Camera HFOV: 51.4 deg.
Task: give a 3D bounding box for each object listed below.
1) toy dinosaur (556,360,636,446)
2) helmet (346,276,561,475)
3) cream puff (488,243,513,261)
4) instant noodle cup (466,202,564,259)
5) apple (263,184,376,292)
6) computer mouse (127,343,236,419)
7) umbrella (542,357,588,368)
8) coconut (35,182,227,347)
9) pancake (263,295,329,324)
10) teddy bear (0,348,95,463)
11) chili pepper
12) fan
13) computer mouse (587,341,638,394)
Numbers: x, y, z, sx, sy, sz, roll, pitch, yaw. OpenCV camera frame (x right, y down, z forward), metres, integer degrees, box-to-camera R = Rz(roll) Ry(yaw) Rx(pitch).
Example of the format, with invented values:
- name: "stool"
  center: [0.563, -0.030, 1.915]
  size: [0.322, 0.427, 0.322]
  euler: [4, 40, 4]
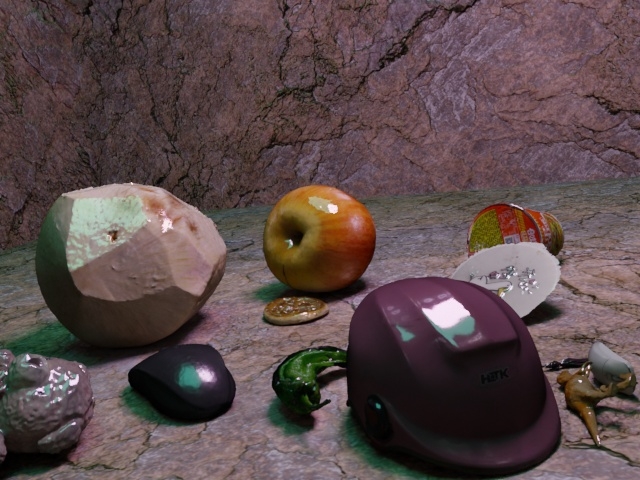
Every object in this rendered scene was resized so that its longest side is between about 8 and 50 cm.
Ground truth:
- name: "toy dinosaur"
  center: [0.352, 0.221, 0.907]
  size: [0.162, 0.039, 0.126]
  euler: [-44, 9, -36]
- name: "helmet"
  center: [0.169, 0.156, 0.922]
  size: [0.271, 0.197, 0.338]
  euler: [-8, 10, -18]
- name: "cream puff"
  center: [0.410, 0.062, 1.451]
  size: [0.122, 0.116, 0.094]
  euler: [16, 34, 28]
- name: "instant noodle cup"
  center: [0.484, -0.001, 1.607]
  size: [0.193, 0.193, 0.212]
  euler: [2, 6, 41]
- name: "apple"
  center: [0.000, 0.000, 1.649]
  size: [0.286, 0.286, 0.233]
  euler: [1, -2, 36]
- name: "computer mouse"
  center: [-0.238, 0.221, 1.132]
  size: [0.137, 0.086, 0.269]
  euler: [-13, 11, -31]
- name: "umbrella"
  center: [0.391, 0.193, 1.050]
  size: [0.122, 0.013, 0.022]
  euler: [-8, 23, -9]
- name: "coconut"
  center: [-0.413, 0.047, 1.462]
  size: [0.415, 0.345, 0.415]
  euler: [-5, 8, 1]
- name: "pancake"
  center: [-0.055, 0.155, 1.500]
  size: [0.158, 0.028, 0.158]
  euler: [-5, 12, 1]
- name: "teddy bear"
  center: [-0.475, 0.249, 0.980]
  size: [0.267, 0.151, 0.236]
  euler: [-11, 32, -7]
- name: "chili pepper"
  center: [-0.014, 0.221, 1.035]
  size: [0.122, 0.065, 0.279]
  euler: [-9, 6, 13]
- name: "fan"
  center: [0.286, 0.101, 1.380]
  size: [0.414, 0.012, 0.233]
  euler: [-15, 34, 27]
- name: "computer mouse"
  center: [0.415, 0.187, 0.960]
  size: [0.032, 0.056, 0.110]
  euler: [-16, 14, -6]
